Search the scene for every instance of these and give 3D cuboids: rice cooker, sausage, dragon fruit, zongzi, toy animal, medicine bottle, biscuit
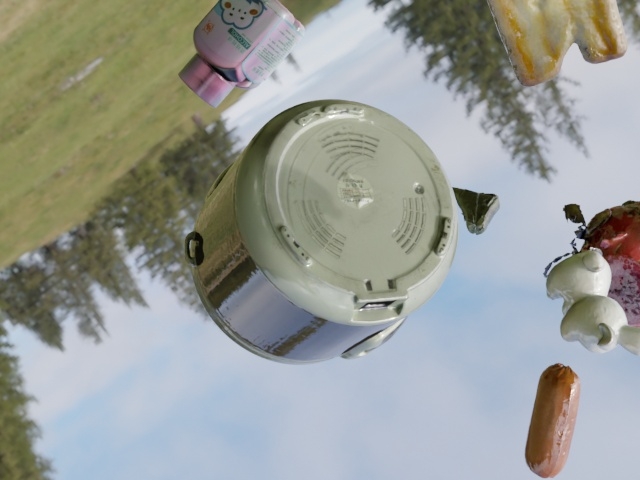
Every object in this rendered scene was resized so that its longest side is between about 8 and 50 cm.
[{"bbox_3d":[0.000,0.000,1.325,0.335,0.335,0.325,-42,179,-31],"label":"rice cooker"},{"bbox_3d":[0.391,0.301,1.609,0.076,0.197,0.076,9,-168,-2],"label":"sausage"},{"bbox_3d":[0.618,0.028,1.810,0.269,0.250,0.291,13,-143,35],"label":"dragon fruit"},{"bbox_3d":[0.308,-0.064,2.030,0.119,0.055,0.109,17,-130,23],"label":"zongzi"},{"bbox_3d":[0.279,0.071,0.966,0.071,0.124,0.085,6,147,-24],"label":"toy animal"},{"bbox_3d":[-0.130,-0.301,1.487,0.188,0.119,0.094,-47,157,7],"label":"medicine bottle"},{"bbox_3d":[0.466,-0.454,1.899,0.237,0.290,0.062,-18,-143,20],"label":"biscuit"}]
